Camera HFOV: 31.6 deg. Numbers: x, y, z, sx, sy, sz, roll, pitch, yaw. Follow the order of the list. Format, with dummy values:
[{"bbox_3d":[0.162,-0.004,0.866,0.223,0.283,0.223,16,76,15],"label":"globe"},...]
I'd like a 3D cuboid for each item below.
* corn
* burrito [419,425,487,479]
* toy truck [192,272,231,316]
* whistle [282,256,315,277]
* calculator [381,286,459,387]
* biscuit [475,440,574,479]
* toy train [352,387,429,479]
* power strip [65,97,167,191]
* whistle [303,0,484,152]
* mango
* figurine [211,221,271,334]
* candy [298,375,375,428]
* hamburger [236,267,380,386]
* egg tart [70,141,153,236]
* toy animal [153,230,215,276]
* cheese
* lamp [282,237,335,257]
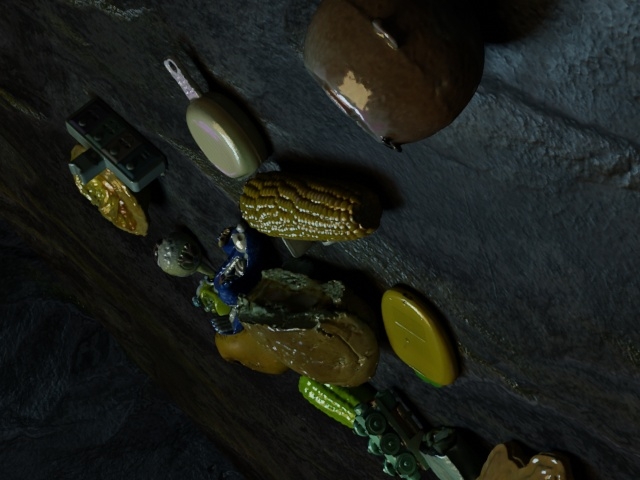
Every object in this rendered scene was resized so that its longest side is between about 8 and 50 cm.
[{"bbox_3d":[-0.018,-0.047,1.679,0.305,0.106,0.106,12,139,55],"label":"corn"},{"bbox_3d":[0.271,0.429,1.977,0.229,0.089,0.144,51,173,-5],"label":"burrito"},{"bbox_3d":[-0.228,0.122,2.441,0.111,0.077,0.076,24,148,48],"label":"toy truck"},{"bbox_3d":[-0.040,0.047,1.989,0.035,0.035,0.100,57,159,-21],"label":"whistle"},{"bbox_3d":[0.157,0.161,1.799,0.146,0.032,0.235,33,153,37],"label":"calculator"},{"bbox_3d":[0.297,0.475,1.773,0.376,0.051,0.269,-68,29,29],"label":"biscuit"},{"bbox_3d":[0.140,0.351,2.069,0.176,0.118,0.074,53,154,-2],"label":"toy train"},{"bbox_3d":[-0.422,-0.169,2.216,0.215,0.145,0.061,41,157,21],"label":"power strip"},{"bbox_3d":[0.085,-0.187,1.203,0.189,0.189,0.348,46,180,7],"label":"whistle"},{"bbox_3d":[-0.120,0.192,2.253,0.248,0.156,0.151,176,90,-67],"label":"mango"},{"bbox_3d":[-0.136,0.062,2.099,0.120,0.164,0.262,4,151,-5],"label":"figurine"},{"bbox_3d":[0.053,0.310,2.193,0.209,0.097,0.097,34,156,24],"label":"candy"},{"bbox_3d":[-0.007,0.157,1.943,0.309,0.132,0.211,5,144,53],"label":"hamburger"},{"bbox_3d":[-0.425,-0.120,2.369,0.241,0.106,0.241,38,155,22],"label":"egg tart"},{"bbox_3d":[-0.294,0.037,2.415,0.137,0.098,0.098,37,170,-38],"label":"toy animal"},{"bbox_3d":[-0.172,-0.197,1.779,0.227,0.064,0.137,52,156,-14],"label":"cheese"},{"bbox_3d":[0.000,0.000,1.805,0.056,0.050,0.198,58,160,-15],"label":"lamp"}]
